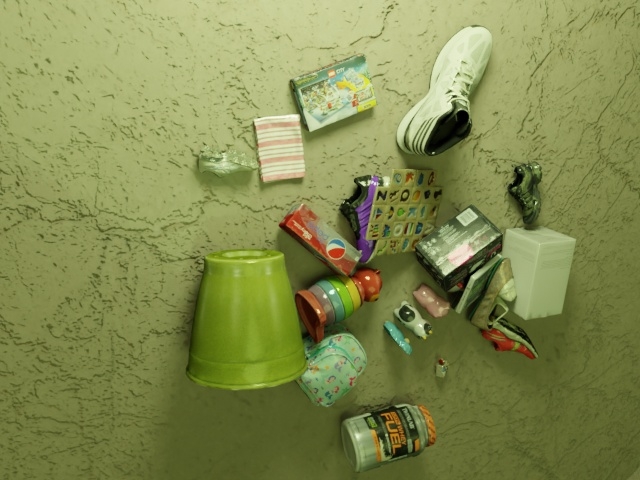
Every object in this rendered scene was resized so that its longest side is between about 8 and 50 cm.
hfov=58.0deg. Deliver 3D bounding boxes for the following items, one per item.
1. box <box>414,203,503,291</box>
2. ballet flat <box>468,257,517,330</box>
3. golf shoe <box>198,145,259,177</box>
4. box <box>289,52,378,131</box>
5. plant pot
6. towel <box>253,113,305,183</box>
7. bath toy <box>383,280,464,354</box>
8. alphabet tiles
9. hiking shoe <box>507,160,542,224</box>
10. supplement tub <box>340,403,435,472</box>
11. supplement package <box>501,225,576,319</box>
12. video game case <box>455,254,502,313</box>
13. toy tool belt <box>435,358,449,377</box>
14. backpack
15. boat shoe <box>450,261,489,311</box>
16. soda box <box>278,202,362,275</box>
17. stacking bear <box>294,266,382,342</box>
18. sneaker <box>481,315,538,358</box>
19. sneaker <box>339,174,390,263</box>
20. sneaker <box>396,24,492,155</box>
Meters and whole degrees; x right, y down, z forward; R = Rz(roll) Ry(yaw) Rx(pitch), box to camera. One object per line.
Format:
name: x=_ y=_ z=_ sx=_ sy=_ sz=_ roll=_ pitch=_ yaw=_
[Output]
box: x=0.467 y=0.026 z=1.954 sx=0.247 sy=0.163 sz=0.142 roll=-35 pitch=150 yaw=-5
ballet flat: x=0.642 y=0.202 z=2.081 sx=0.108 sy=0.106 sz=0.315 roll=-25 pitch=142 yaw=-40
golf shoe: x=-0.273 y=-0.221 z=1.701 sx=0.176 sy=0.069 sz=0.086 roll=11 pitch=125 yaw=-19
box: x=0.043 y=-0.443 z=1.728 sx=0.233 sy=0.044 sz=0.159 roll=-23 pitch=114 yaw=-10
plant pot: x=-0.221 y=0.211 z=1.728 sx=0.367 sy=0.366 sz=0.352 roll=-2 pitch=98 yaw=-18
towel: x=-0.120 y=-0.277 z=1.741 sx=0.144 sy=0.029 sz=0.196 roll=-11 pitch=112 yaw=-16
bath toy: x=0.388 y=0.237 z=2.041 sx=0.151 sy=0.129 sz=0.348 roll=40 pitch=92 yaw=-26
alphabet tiles: x=0.279 y=-0.092 z=1.877 sx=0.343 sy=0.011 sz=0.285 roll=-5 pitch=112 yaw=-42
hiking shoe: x=0.714 y=-0.165 z=2.045 sx=0.114 sy=0.086 sz=0.226 roll=-4 pitch=105 yaw=-3
supplement tub: x=0.249 y=0.718 z=2.128 sx=0.316 sy=0.193 sz=0.193 roll=-11 pitch=112 yaw=-16
supplement package: x=0.773 y=0.114 z=2.095 sx=0.178 sy=0.175 sz=0.292 roll=-5 pitch=110 yaw=-24
video game case: x=0.555 y=0.152 z=2.023 sx=0.190 sy=0.022 sz=0.173 roll=-30 pitch=144 yaw=-39
toy tool belt: x=0.467 y=0.480 z=2.203 sx=0.051 sy=0.052 sz=0.083 roll=-22 pitch=122 yaw=-45
backpack: x=0.028 y=0.414 z=1.957 sx=0.254 sy=0.191 sz=0.225 roll=-37 pitch=115 yaw=-9
boat shoe: x=0.535 y=0.153 z=2.096 sx=0.227 sy=0.069 sz=0.081 roll=-59 pitch=153 yaw=11
soda box: x=0.000 y=0.000 z=1.819 sx=0.263 sy=0.083 sz=0.092 roll=41 pitch=76 yaw=-16
stacking bear: x=0.077 y=0.183 z=1.903 sx=0.289 sy=0.164 sz=0.175 roll=-24 pitch=148 yaw=-22
sneaker: x=0.732 y=0.391 z=2.244 sx=0.279 sy=0.107 sz=0.118 roll=34 pitch=114 yaw=-22
sneaker: x=0.126 y=-0.073 z=1.866 sx=0.146 sy=0.102 sz=0.293 roll=7 pitch=103 yaw=-14
sneaker: x=0.428 y=-0.438 z=1.742 sx=0.169 sy=0.257 sz=0.447 roll=28 pitch=98 yaw=-25
